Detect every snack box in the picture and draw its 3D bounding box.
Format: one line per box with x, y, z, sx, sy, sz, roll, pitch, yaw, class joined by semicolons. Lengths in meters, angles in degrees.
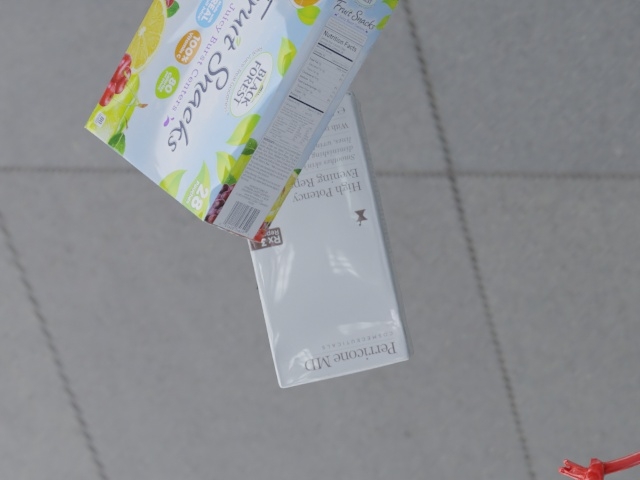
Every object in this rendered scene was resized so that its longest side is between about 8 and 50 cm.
-0.062;-0.130;1.275;0.174;0.070;0.207;38;102;42;snack box

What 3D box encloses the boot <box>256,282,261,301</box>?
-0.027;0.012;1.703;0.045;0.099;0.121;13;98;-17;boot

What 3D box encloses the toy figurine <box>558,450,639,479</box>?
0.255;0.322;1.153;0.362;0.191;0.217;54;163;18;toy figurine

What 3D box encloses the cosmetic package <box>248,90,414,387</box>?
0.000;0.000;1.456;0.117;0.085;0.231;-14;88;6;cosmetic package
